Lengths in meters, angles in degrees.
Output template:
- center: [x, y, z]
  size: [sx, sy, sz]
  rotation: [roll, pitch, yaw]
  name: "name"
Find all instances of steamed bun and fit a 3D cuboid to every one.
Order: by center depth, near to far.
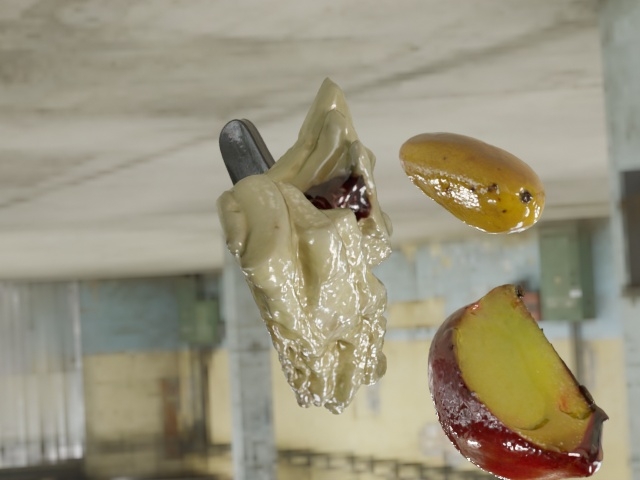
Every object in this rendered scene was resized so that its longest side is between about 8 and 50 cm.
- center: [0.000, 0.000, 1.564]
  size: [0.189, 0.247, 0.428]
  rotation: [-28, 154, -5]
  name: "steamed bun"

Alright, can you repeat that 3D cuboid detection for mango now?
- center: [0.204, -0.080, 2.139]
  size: [0.227, 0.109, 0.147]
  rotation: [25, 175, 33]
  name: "mango"

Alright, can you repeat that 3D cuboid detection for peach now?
- center: [0.226, 0.207, 1.906]
  size: [0.158, 0.267, 0.154]
  rotation: [-21, 149, -24]
  name: "peach"

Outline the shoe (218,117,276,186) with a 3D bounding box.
- center: [-0.074, -0.053, 1.720]
  size: [0.049, 0.179, 0.071]
  rotation: [-6, 153, -48]
  name: "shoe"
